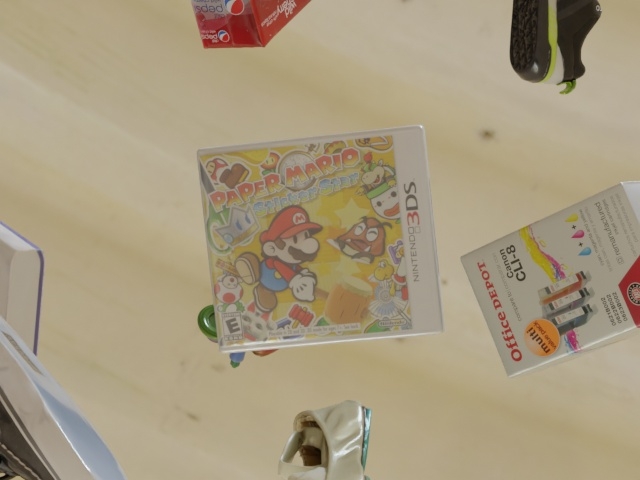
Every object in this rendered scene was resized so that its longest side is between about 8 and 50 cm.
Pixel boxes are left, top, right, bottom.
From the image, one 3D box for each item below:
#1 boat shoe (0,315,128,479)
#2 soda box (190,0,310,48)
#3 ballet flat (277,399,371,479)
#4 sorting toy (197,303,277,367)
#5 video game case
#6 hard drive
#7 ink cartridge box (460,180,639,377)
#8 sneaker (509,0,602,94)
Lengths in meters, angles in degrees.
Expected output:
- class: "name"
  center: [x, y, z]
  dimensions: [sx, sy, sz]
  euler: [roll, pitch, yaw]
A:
- class: "boat shoe"
  center: [-0.202, 0.109, 0.938]
  dimensions: [0.076, 0.080, 0.228]
  euler: [-45, -118, -1]
- class: "soda box"
  center: [-0.052, -0.321, 1.779]
  dimensions: [0.083, 0.092, 0.263]
  euler: [3, -146, 30]
- class: "ballet flat"
  center: [0.004, 0.207, 1.260]
  dimensions: [0.086, 0.086, 0.248]
  euler: [-51, -168, 15]
- class: "sorting toy"
  center: [-0.091, 0.111, 1.696]
  dimensions: [0.061, 0.102, 0.042]
  euler: [-82, -173, -46]
- class: "video game case"
  center: [0.000, 0.000, 1.497]
  dimensions: [0.026, 0.227, 0.206]
  euler: [-32, 116, -81]
- class: "hard drive"
  center: [-0.401, 0.067, 1.732]
  dimensions: [0.319, 0.040, 0.210]
  euler: [27, -66, 53]
- class: "ink cartridge box"
  center: [0.246, 0.036, 1.408]
  dimensions: [0.176, 0.128, 0.127]
  euler: [-27, 169, 29]
- class: "sneaker"
  center: [0.281, -0.289, 1.774]
  dimensions: [0.084, 0.097, 0.234]
  euler: [-165, -97, -65]
